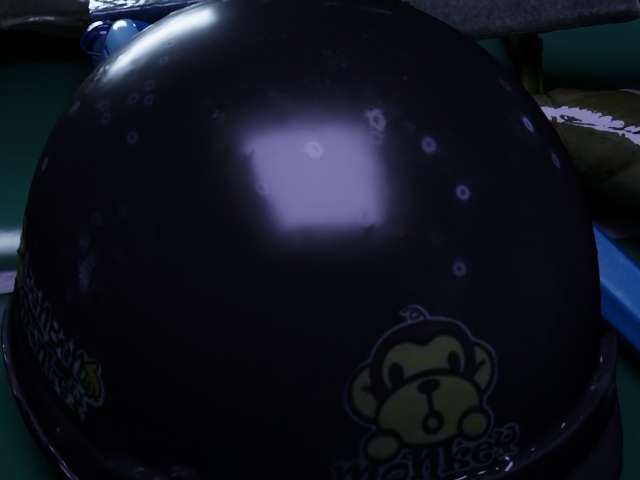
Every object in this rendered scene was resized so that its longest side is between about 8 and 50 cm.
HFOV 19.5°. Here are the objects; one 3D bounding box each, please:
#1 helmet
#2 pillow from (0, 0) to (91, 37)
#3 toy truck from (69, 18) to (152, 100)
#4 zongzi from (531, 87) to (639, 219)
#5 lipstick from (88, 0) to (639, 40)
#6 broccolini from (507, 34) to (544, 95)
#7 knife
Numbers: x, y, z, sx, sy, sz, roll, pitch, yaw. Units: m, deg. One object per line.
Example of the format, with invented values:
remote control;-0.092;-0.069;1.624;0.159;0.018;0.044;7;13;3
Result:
helmet;0.000;0.000;0.695;0.230;0.160;0.279;-10;37;-19
pillow;-0.221;-0.189;1.005;0.281;0.076;0.274;-4;39;-8
toy truck;-0.066;-0.063;0.855;0.090;0.073;0.056;2;34;-23
zongzi;0.132;-0.033;0.818;0.113;0.052;0.104;4;28;-27
lipstick;0.046;-0.116;0.903;0.312;0.051;0.051;-8;24;-4
broccolini;0.097;-0.124;0.976;0.042;0.044;0.218;15;41;-9
knife;0.091;-0.011;0.825;0.044;0.026;0.296;-18;42;-21
